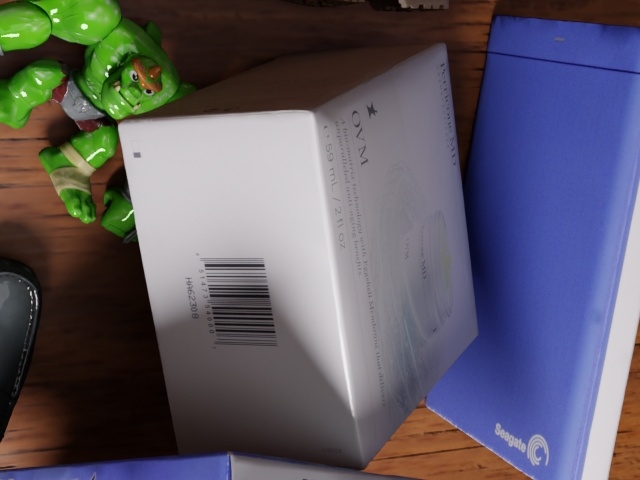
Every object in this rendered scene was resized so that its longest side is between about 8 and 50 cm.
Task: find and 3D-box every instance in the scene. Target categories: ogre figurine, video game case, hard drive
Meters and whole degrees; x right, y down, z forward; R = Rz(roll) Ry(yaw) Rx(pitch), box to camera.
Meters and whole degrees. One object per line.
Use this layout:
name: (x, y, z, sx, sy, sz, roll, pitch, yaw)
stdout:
ogre figurine: (-0.153, -0.098, 0.861, 0.118, 0.097, 0.197, -38, 99, 8)
video game case: (-0.065, 0.183, 0.826, 0.244, 0.269, 0.061, 19, 67, -45)
hard drive: (0.164, 0.001, 0.947, 0.040, 0.210, 0.319, 5, 100, -25)

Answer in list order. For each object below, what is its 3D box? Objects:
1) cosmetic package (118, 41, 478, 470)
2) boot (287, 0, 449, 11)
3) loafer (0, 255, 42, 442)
cosmetic package: (0.000, 0.000, 0.861, 0.224, 0.138, 0.224, -38, 123, -59)
boot: (0.022, -0.208, 0.930, 0.158, 0.059, 0.085, -5, 101, -31)
loafer: (-0.243, 0.120, 0.875, 0.076, 0.078, 0.223, 22, 92, -26)
